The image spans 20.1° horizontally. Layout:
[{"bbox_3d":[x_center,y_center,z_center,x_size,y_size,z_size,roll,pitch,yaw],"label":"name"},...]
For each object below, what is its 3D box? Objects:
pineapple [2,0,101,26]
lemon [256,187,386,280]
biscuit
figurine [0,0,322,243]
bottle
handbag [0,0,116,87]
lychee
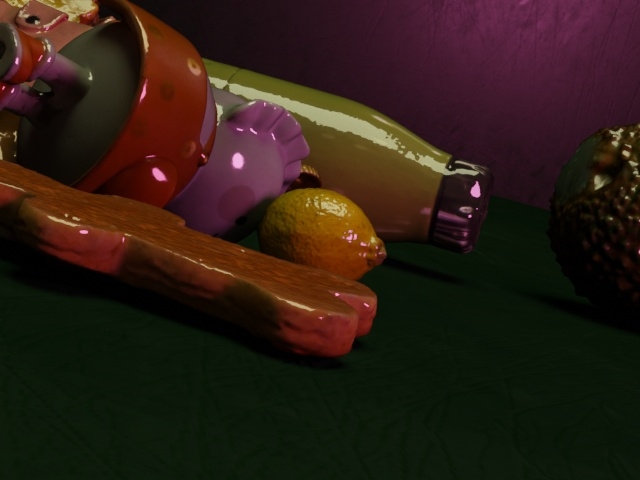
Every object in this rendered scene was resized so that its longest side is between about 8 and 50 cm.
[{"bbox_3d":[-0.306,-0.130,1.468,0.250,0.164,0.139,11,45,-4],"label":"pineapple"},{"bbox_3d":[0.000,0.000,1.063,0.083,0.062,0.062,10,3,19],"label":"lemon"},{"bbox_3d":[-0.094,0.005,0.887,0.250,0.036,0.165,20,5,9],"label":"biscuit"},{"bbox_3d":[-0.101,-0.062,1.072,0.143,0.143,0.271,19,8,33],"label":"figurine"},{"bbox_3d":[0.001,-0.057,1.379,0.260,0.112,0.112,16,5,9],"label":"bottle"},{"bbox_3d":[-0.234,-0.124,1.310,0.213,0.059,0.157,18,42,20],"label":"handbag"},{"bbox_3d":[0.262,-0.006,1.403,0.171,0.171,0.171,15,5,-1],"label":"lychee"}]
